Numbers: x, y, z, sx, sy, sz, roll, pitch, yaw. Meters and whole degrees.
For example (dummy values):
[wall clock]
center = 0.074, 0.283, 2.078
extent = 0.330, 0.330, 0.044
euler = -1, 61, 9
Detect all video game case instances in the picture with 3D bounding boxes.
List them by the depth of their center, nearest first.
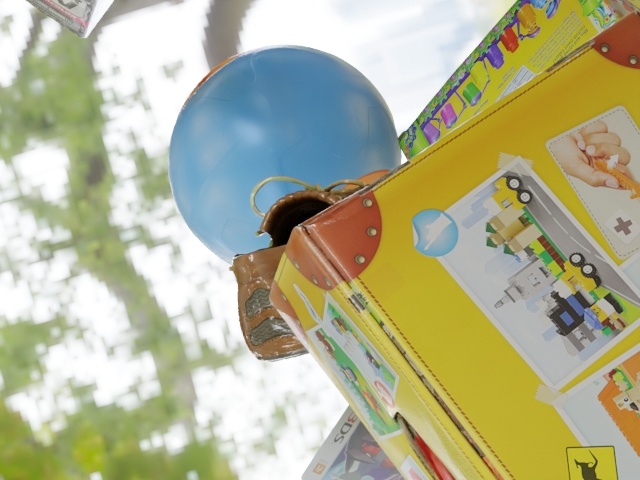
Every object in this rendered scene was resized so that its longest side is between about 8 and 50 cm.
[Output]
[video game case]
center = 0.102, 0.198, 1.994
extent = 0.201, 0.183, 0.023
euler = 18, 155, 40

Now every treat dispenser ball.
[treat dispenser ball]
center = -0.044, -0.098, 2.456
extent = 0.288, 0.288, 0.288
euler = -16, -90, -85

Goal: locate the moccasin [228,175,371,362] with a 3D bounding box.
[moccasin]
center = -0.003, 0.001, 2.073
extent = 0.380, 0.139, 0.147
euler = -38, -69, -60

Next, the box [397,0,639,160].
[box]
center = 0.271, -0.089, 2.023
extent = 0.177, 0.290, 0.279
euler = 17, -145, -39

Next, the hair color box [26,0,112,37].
[hair color box]
center = -0.286, -0.357, 2.201
extent = 0.174, 0.105, 0.347
euler = 34, 163, -4

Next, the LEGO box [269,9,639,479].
[LEGO box]
center = 0.258, 0.117, 1.671
extent = 0.500, 0.372, 0.193
euler = 53, 161, 13
